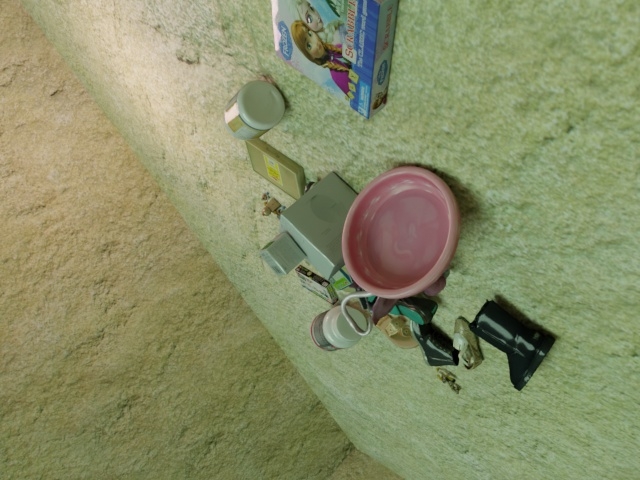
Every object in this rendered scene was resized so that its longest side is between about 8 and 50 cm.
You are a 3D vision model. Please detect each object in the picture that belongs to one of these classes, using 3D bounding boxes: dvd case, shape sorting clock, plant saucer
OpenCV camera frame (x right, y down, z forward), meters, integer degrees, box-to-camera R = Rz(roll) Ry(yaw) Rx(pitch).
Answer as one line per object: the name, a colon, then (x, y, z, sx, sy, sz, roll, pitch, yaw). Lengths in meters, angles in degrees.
dvd case: (0.111, 0.097, 1.990, 0.179, 0.029, 0.238, -102, -8, -50)
shape sorting clock: (0.063, 0.122, 2.232, 0.206, 0.040, 0.206, 36, 152, 23)
plant saucer: (0.205, -0.016, 1.444, 0.332, 0.332, 0.084, 27, -175, 43)

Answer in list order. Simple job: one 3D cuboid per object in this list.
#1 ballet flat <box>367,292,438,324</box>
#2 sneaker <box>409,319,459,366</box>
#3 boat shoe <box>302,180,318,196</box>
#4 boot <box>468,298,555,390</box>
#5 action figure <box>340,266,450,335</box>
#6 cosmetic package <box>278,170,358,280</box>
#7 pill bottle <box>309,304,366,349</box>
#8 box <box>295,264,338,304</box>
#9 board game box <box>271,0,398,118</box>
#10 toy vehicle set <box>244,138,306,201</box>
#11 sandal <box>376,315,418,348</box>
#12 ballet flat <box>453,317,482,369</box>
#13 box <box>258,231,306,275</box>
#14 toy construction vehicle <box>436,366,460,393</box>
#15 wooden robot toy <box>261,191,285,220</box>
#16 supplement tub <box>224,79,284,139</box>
ballet flat: (0.273, 0.202, 1.894, 0.280, 0.096, 0.095, 18, 142, 52)
sneaker: (0.385, 0.323, 1.942, 0.118, 0.083, 0.222, -8, 116, 43)
boat shoe: (-0.032, -0.126, 1.941, 0.069, 0.081, 0.228, 34, 157, 23)
boot: (0.506, 0.283, 1.592, 0.207, 0.094, 0.246, 34, 148, 24)
action figure: (0.201, 0.076, 1.578, 0.248, 0.276, 0.370, 50, 154, -4)
cosmetic package: (0.031, -0.044, 1.767, 0.225, 0.224, 0.138, 44, 158, 13)
pill bottle: (0.078, 0.366, 2.428, 0.176, 0.176, 0.318, 48, 158, 0)
box: (-0.018, 0.190, 2.503, 0.207, 0.036, 0.114, 27, 150, 42)
board game box: (0.019, -0.472, 1.286, 0.318, 0.066, 0.318, 39, 156, 22)
toy vehicle set: (-0.154, -0.248, 2.026, 0.267, 0.035, 0.166, 36, 156, 27)
sandal: (0.261, 0.310, 2.111, 0.240, 0.088, 0.079, 29, 157, 50)
ballet flat: (0.453, 0.331, 1.813, 0.073, 0.067, 0.206, 17, 142, 53)
box: (-0.117, 0.042, 1.767, 0.102, 0.087, 0.101, 51, 161, -8)
toy construction vehicle: (0.471, 0.512, 2.138, 0.098, 0.035, 0.086, 35, 166, 37)
wooden robot toy: (-0.190, -0.112, 2.264, 0.173, 0.079, 0.076, 41, 157, 19)
supplement tub: (-0.205, -0.385, 1.748, 0.144, 0.144, 0.200, 53, 158, -12)
